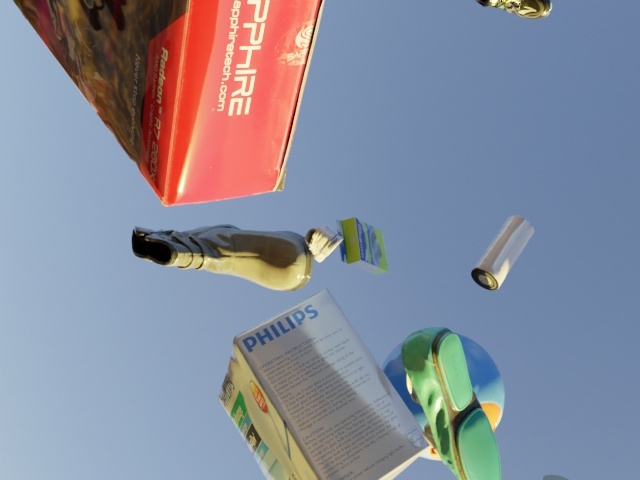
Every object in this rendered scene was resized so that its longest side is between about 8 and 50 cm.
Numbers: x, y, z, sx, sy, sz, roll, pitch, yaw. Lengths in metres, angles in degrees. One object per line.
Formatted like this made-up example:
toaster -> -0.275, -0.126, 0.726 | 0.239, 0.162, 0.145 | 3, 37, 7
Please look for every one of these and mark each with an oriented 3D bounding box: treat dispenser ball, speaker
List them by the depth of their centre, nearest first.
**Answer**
speaker -> 0.317, 0.019, 1.352 | 0.055, 0.136, 0.055 | 30, -28, 17
treat dispenser ball -> 0.268, 0.347, 1.759 | 0.288, 0.288, 0.288 | 19, -66, 49

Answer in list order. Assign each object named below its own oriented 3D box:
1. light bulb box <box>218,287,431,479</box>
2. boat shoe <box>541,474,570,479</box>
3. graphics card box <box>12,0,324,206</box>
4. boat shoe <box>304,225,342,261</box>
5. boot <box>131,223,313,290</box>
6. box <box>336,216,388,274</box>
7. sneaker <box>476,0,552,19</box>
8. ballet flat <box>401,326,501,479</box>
light bulb box -> -0.012, 0.354, 1.557 | 0.361, 0.225, 0.358 | 55, -26, 19
boat shoe -> 0.396, 0.480, 1.298 | 0.079, 0.227, 0.081 | 9, -74, 13
graphics card box -> -0.132, -0.221, 0.533 | 0.371, 0.094, 0.233 | 49, -42, 36
boat shoe -> 0.000, 0.000, 0.876 | 0.035, 0.035, 0.100 | 43, -5, 0
boot -> -0.140, 0.023, 1.050 | 0.246, 0.161, 0.083 | 10, -82, 46
box -> 0.100, 0.013, 1.839 | 0.042, 0.178, 0.109 | -16, -109, 25
sneaker -> 0.352, -0.466, 1.504 | 0.188, 0.078, 0.067 | 26, -42, 15
ballet flat -> 0.166, 0.222, 1.019 | 0.087, 0.083, 0.247 | -3, -69, 50
